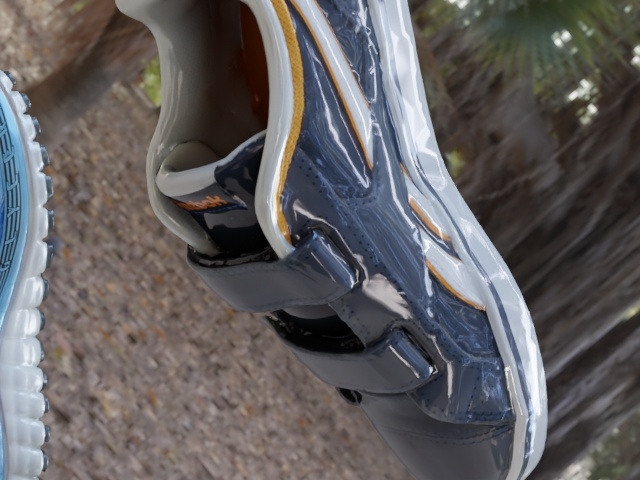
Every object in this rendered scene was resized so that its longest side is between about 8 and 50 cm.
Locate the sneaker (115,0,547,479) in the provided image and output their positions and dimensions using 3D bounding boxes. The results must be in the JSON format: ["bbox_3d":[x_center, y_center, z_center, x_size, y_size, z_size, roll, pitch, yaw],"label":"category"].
[{"bbox_3d":[0.000,0.000,0.516,0.126,0.127,0.321,-7,-71,51],"label":"sneaker"}]

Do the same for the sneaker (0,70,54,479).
[{"bbox_3d":[-0.125,0.013,0.340,0.063,0.073,0.162,-22,-111,59],"label":"sneaker"}]
